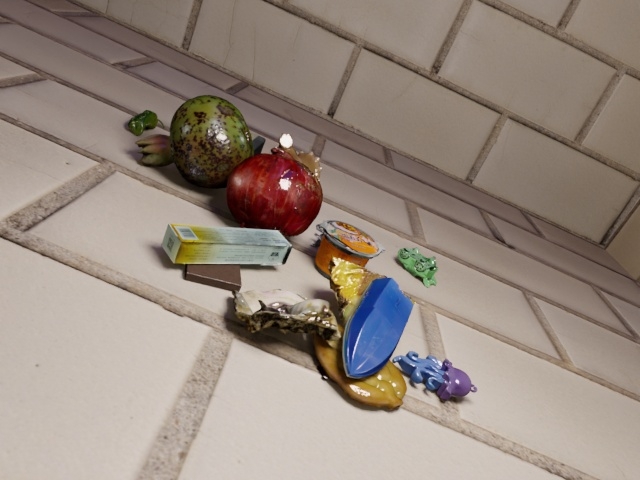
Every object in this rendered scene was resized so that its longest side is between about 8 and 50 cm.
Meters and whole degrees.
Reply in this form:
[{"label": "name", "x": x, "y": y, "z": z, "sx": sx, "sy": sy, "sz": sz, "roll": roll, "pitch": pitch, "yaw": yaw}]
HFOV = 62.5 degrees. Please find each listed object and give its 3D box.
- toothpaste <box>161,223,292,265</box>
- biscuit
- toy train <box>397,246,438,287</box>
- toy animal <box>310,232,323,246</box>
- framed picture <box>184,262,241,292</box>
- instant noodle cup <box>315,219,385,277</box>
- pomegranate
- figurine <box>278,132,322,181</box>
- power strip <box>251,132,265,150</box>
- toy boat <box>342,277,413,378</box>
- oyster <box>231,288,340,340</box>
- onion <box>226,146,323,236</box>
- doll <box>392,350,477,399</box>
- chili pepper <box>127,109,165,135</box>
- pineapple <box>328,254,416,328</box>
[{"label": "toothpaste", "x": -0.214, "y": 0.010, "z": 1.267, "sx": 0.313, "sy": 0.070, "sz": 0.089, "roll": 2, "pitch": 30, "yaw": -42}, {"label": "biscuit", "x": 0.077, "y": 0.259, "z": 1.131, "sx": 0.203, "sy": 0.041, "sz": 0.260, "roll": -2, "pitch": 37, "yaw": -47}, {"label": "toy train", "x": 0.321, "y": 0.081, "z": 1.733, "sx": 0.149, "sy": 0.081, "sz": 0.099, "roll": 32, "pitch": 23, "yaw": 29}, {"label": "toy animal", "x": 0.000, "y": 0.000, "z": 1.625, "sx": 0.028, "sy": 0.050, "sz": 0.084, "roll": 5, "pitch": 49, "yaw": 36}, {"label": "framed picture", "x": -0.255, "y": 0.054, "z": 1.251, "sx": 0.128, "sy": 0.023, "sz": 0.168, "roll": 16, "pitch": 25, "yaw": -20}, {"label": "instant noodle cup", "x": 0.063, "y": 0.040, "z": 1.479, "sx": 0.208, "sy": 0.125, "sz": 0.177, "roll": 23, "pitch": 22, "yaw": -5}, {"label": "pomegranate", "x": -0.379, "y": -0.278, "z": 1.588, "sx": 0.341, "sy": 0.284, "sz": 0.285, "roll": -8, "pitch": 24, "yaw": 4}, {"label": "figurine", "x": -0.079, "y": -0.242, "z": 1.846, "sx": 0.173, "sy": 0.247, "sz": 0.177, "roll": 19, "pitch": 64, "yaw": 2}, {"label": "power strip", "x": -0.269, "y": -0.321, "z": 1.940, "sx": 0.070, "sy": 0.105, "sz": 0.256, "roll": 25, "pitch": 22, "yaw": -2}, {"label": "toy boat", "x": 0.111, "y": 0.197, "z": 1.136, "sx": 0.129, "sy": 0.088, "sz": 0.295, "roll": 51, "pitch": 34, "yaw": -6}, {"label": "oyster", "x": -0.084, "y": 0.152, "z": 1.124, "sx": 0.214, "sy": 0.083, "sz": 0.223, "roll": 8, "pitch": 8, "yaw": -23}, {"label": "onion", "x": -0.129, "y": -0.135, "z": 1.495, "sx": 0.277, "sy": 0.276, "sz": 0.276, "roll": 22, "pitch": 23, "yaw": -10}, {"label": "doll", "x": 0.260, "y": 0.303, "z": 1.199, "sx": 0.206, "sy": 0.067, "sz": 0.110, "roll": 22, "pitch": 35, "yaw": 1}, {"label": "chili pepper", "x": -0.614, "y": -0.421, "z": 1.853, "sx": 0.072, "sy": 0.073, "sz": 0.204, "roll": 11, "pitch": 22, "yaw": 0}, {"label": "pineapple", "x": 0.090, "y": 0.161, "z": 1.311, "sx": 0.250, "sy": 0.164, "sz": 0.140, "roll": 23, "pitch": -16, "yaw": -18}]
